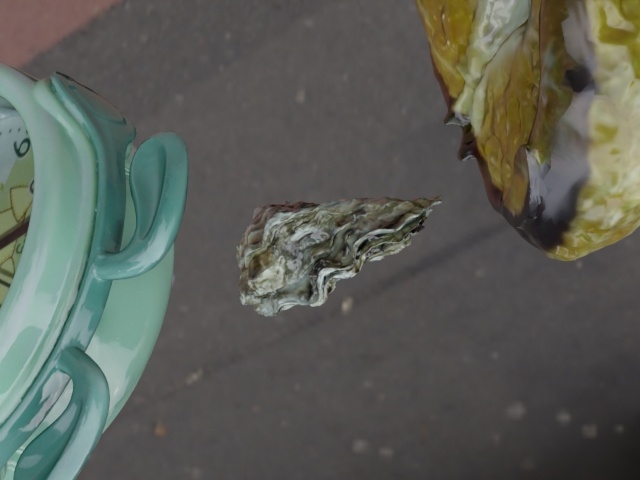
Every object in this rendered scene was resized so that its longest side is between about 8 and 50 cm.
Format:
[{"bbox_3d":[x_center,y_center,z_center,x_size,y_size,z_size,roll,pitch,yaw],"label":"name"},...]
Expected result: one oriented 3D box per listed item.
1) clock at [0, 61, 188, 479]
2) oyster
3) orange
[{"bbox_3d":[-0.109,0.017,0.574,0.060,0.148,0.188,28,171,-40],"label":"clock"},{"bbox_3d":[0.000,0.000,1.099,0.177,0.125,0.064,-15,97,43],"label":"oyster"},{"bbox_3d":[0.203,-0.173,1.357,0.210,0.369,0.271,-10,142,-11],"label":"orange"}]
